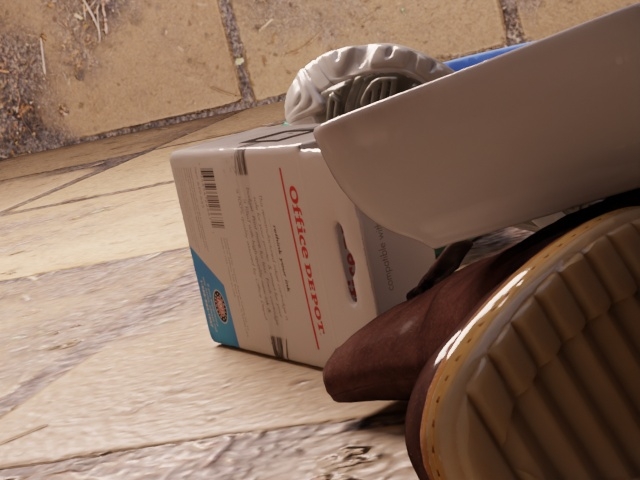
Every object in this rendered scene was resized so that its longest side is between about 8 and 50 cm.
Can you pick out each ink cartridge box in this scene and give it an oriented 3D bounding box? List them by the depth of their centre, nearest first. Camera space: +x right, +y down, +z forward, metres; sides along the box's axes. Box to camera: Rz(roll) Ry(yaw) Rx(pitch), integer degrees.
[{"bbox_3d":[0.000,0.000,0.680,0.060,0.104,0.180,-16,10,-27],"label":"ink cartridge box"}]

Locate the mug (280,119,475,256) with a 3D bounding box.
[{"bbox_3d":[0.013,-0.036,0.891,0.157,0.097,0.129,-13,9,-2],"label":"mug"}]

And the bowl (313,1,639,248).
[{"bbox_3d":[0.082,-0.039,0.485,0.142,0.053,0.142,-17,1,28],"label":"bowl"}]

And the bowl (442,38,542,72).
[{"bbox_3d":[0.182,-0.124,1.260,0.391,0.077,0.391,-12,9,2],"label":"bowl"}]

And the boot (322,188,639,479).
[{"bbox_3d":[0.068,0.043,0.487,0.248,0.090,0.207,-23,1,-41],"label":"boot"}]

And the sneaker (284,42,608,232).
[{"bbox_3d":[0.093,-0.043,0.798,0.232,0.090,0.115,19,3,14],"label":"sneaker"}]
